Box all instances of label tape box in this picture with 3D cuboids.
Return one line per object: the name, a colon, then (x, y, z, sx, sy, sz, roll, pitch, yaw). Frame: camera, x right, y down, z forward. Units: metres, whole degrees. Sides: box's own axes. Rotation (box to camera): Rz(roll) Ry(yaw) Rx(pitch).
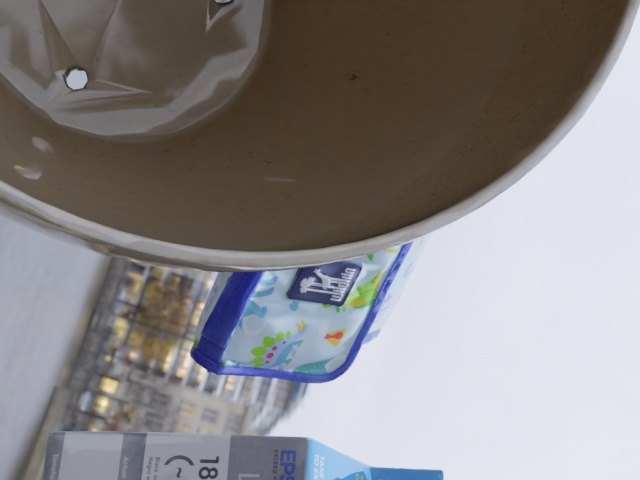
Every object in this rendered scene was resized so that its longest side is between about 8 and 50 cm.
label tape box: (-0.064, 0.284, 0.937, 0.106, 0.333, 0.241, 81, 11, -65)

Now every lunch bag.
lunch bag: (0.000, 0.000, 0.612, 0.151, 0.096, 0.129, -16, 136, -60)

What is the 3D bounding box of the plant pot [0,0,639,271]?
plant pot: (-0.056, -0.120, 0.412, 0.191, 0.284, 0.284, -22, -131, 67)
